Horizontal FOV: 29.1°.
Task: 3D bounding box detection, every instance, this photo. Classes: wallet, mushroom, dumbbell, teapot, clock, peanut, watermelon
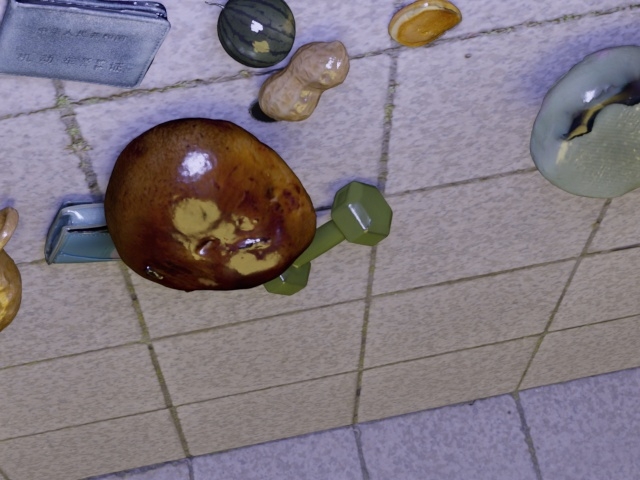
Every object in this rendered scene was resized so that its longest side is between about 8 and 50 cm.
[{"bbox_3d":[-0.343,-0.012,2.158,0.250,0.075,0.176,-2,157,-25],"label":"wallet"},{"bbox_3d":[-0.185,-0.060,2.010,0.345,0.259,0.345,1,130,2],"label":"mushroom"},{"bbox_3d":[0.000,0.000,2.314,0.108,0.121,0.302,38,130,-24],"label":"dumbbell"},{"bbox_3d":[-0.601,0.053,2.092,0.203,0.167,0.311,30,115,-24],"label":"teapot"},{"bbox_3d":[-0.075,-0.207,1.946,0.074,0.010,0.083,-18,155,10],"label":"clock"},{"bbox_3d":[-0.023,-0.233,1.822,0.089,0.089,0.193,5,150,-34],"label":"peanut"},{"bbox_3d":[-0.096,-0.290,1.654,0.133,0.105,0.105,26,140,-22],"label":"watermelon"},{"bbox_3d":[-0.323,-0.268,1.659,0.222,0.036,0.167,1,152,-28],"label":"wallet"}]

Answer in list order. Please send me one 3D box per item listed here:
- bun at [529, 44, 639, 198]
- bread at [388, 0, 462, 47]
[{"bbox_3d":[0.472,-0.211,2.036,0.283,0.179,0.283,-10,135,-11],"label":"bun"},{"bbox_3d":[0.152,-0.317,1.803,0.110,0.024,0.110,-11,155,-5],"label":"bread"}]
